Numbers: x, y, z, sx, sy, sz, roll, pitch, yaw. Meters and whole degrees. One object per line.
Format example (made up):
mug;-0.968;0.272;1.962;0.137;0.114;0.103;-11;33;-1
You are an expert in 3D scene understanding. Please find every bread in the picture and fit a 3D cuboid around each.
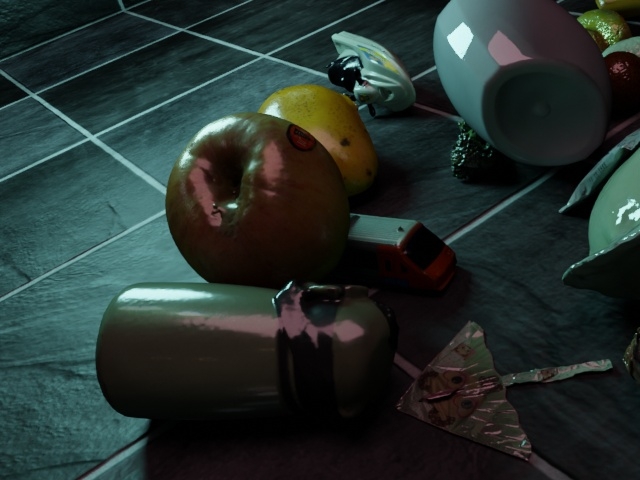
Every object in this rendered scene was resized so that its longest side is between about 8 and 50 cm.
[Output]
bread;0.711;-0.521;1.604;0.239;0.074;0.093;-5;50;19
bread;0.548;-0.427;1.548;0.149;0.065;0.188;-20;35;3

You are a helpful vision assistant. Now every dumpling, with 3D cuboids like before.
dumpling;0.471;-0.043;0.899;0.321;0.211;0.270;-57;13;-28

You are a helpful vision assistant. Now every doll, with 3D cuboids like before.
doll;0.577;-0.329;1.377;0.213;0.072;0.104;-6;33;21

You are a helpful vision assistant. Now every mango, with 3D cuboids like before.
mango;-0.016;-0.166;1.321;0.191;0.160;0.290;-23;43;-23

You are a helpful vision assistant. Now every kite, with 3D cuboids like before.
kite;0.207;0.161;0.867;0.249;0.012;0.229;-12;34;4

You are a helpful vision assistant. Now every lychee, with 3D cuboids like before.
lychee;0.519;-0.274;1.285;0.114;0.101;0.140;16;0;-31

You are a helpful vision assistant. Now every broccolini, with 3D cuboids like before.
broccolini;0.265;-0.236;1.366;0.078;0.074;0.392;-3;36;7

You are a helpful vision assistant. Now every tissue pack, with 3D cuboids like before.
tissue pack;0.414;-0.112;1.047;0.122;0.193;0.026;-32;74;-22

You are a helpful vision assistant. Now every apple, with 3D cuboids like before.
apple;-0.082;-0.044;1.012;0.260;0.194;0.261;-12;63;23

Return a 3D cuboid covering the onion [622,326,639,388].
onion;0.435;0.095;0.693;0.280;0.281;0.221;-15;76;1

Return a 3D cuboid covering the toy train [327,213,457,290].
toy train;0.000;0.000;1.123;0.409;0.089;0.086;7;34;31

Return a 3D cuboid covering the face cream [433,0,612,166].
face cream;0.324;-0.286;1.230;0.219;0.312;0.357;-49;23;30

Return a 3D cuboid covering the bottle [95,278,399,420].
bottle;-0.079;0.130;0.893;0.346;0.169;0.168;-2;35;16

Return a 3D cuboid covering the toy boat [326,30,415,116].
toy boat;0.094;-0.336;1.541;0.140;0.141;0.269;-19;35;-6
